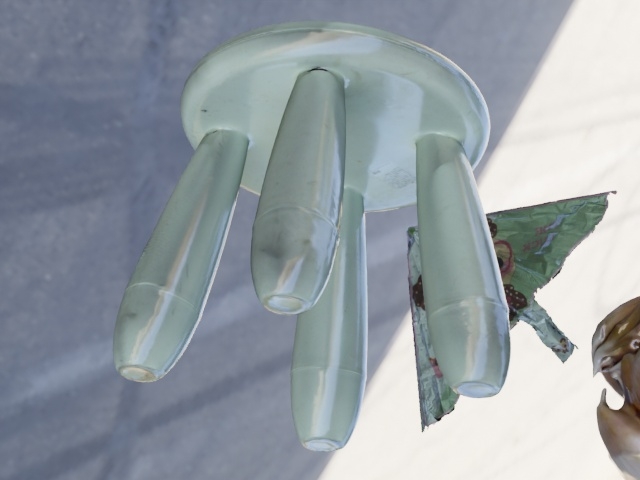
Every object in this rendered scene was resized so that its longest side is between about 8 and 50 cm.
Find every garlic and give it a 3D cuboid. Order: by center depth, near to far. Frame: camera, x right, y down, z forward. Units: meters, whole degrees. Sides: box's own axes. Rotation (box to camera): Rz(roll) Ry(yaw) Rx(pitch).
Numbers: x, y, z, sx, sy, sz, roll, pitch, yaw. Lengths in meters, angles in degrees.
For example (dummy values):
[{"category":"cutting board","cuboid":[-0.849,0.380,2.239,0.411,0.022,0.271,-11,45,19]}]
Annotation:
[{"category":"garlic","cuboid":[0.288,0.090,1.052,0.160,0.191,0.214,-38,-167,50]}]

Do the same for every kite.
[{"category":"kite","cuboid":[0.177,0.055,1.613,0.268,0.013,0.323,34,96,-31]}]

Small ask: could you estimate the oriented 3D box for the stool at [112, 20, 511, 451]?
[{"category":"stool","cuboid":[0.000,0.000,0.952,0.195,0.195,0.199,-24,-130,46]}]
